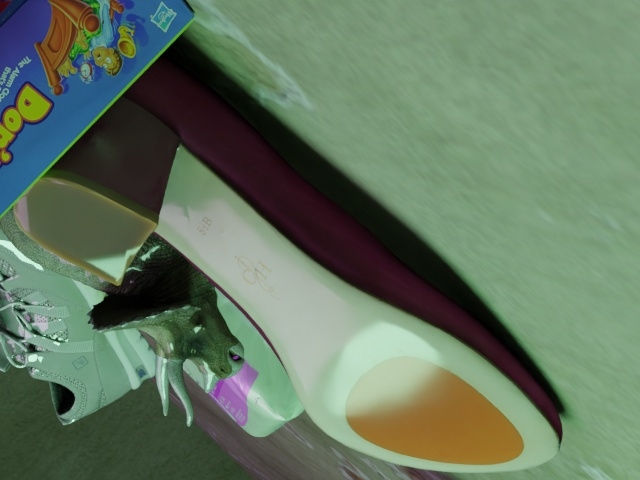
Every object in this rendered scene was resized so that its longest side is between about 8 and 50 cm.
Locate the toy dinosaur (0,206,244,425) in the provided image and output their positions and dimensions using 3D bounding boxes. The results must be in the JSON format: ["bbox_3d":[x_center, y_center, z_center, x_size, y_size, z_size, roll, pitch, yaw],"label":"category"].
[{"bbox_3d":[-0.161,-0.032,1.024,0.313,0.160,0.121,39,167,11],"label":"toy dinosaur"}]

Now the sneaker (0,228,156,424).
[{"bbox_3d":[-0.242,0.063,1.238,0.105,0.115,0.281,33,162,47],"label":"sneaker"}]

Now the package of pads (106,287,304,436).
[{"bbox_3d":[-0.115,0.037,1.257,0.296,0.101,0.229,45,168,3],"label":"package of pads"}]

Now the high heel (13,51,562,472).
[{"bbox_3d":[0.000,0.000,0.894,0.377,0.181,0.127,34,128,-19],"label":"high heel"}]

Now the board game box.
[{"bbox_3d":[-0.257,-0.110,0.880,0.347,0.233,0.078,27,161,52],"label":"board game box"}]
